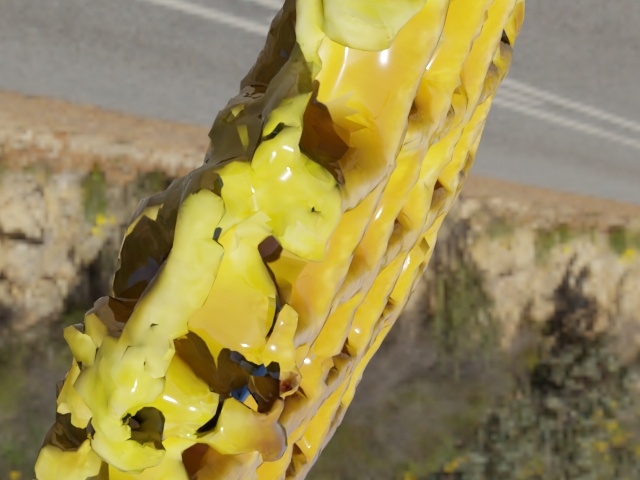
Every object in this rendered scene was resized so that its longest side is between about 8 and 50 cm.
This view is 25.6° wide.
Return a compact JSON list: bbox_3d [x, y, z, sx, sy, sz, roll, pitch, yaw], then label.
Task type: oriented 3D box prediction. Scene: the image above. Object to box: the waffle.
[{"bbox_3d":[0.000,0.000,0.470,0.068,0.302,0.325,26,157,9],"label":"waffle"}]
